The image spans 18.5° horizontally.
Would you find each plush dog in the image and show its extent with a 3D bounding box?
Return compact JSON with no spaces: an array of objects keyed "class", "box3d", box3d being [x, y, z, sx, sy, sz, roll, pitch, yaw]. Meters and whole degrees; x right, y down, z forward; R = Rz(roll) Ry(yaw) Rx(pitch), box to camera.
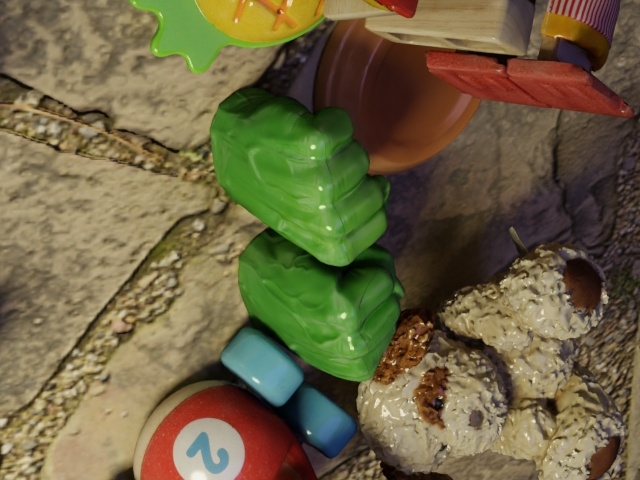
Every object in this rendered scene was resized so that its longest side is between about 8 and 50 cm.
[{"class":"plush dog","box3d":[0.133,0.123,1.808,0.225,0.210,0.262,-24,121,-24]}]

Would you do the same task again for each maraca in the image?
[{"class":"maraca","box3d":[-0.056,-0.203,1.491,0.185,0.099,0.127,-29,110,-14]}]

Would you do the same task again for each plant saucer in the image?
[{"class":"plant saucer","box3d":[0.082,-0.145,1.705,0.200,0.037,0.200,-23,130,-32]}]

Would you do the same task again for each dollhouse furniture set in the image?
[{"class":"dollhouse furniture set","box3d":[0.132,-0.237,1.517,0.374,0.152,0.201,21,80,-60]}]

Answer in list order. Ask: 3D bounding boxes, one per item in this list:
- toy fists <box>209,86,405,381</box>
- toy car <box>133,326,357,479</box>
[{"class":"toy fists","box3d":[0.000,0.000,1.638,0.096,0.142,0.279,-31,133,-26]},{"class":"toy car","box3d":[-0.031,0.238,1.686,0.219,0.238,0.210,-50,138,-8]}]
